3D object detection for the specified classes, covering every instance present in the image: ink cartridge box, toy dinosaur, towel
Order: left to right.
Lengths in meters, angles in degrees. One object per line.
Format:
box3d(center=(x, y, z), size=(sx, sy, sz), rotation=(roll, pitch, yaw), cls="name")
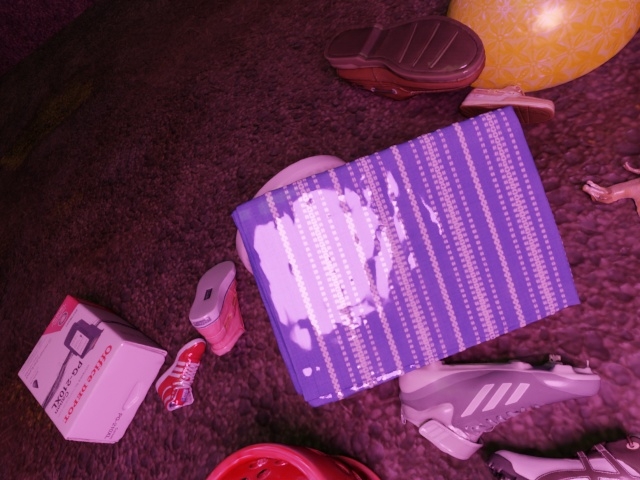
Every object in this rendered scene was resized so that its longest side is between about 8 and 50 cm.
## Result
box3d(center=(-0.419, 0.226, 0.772), size=(0.237, 0.100, 0.172), rotation=(18, 75, 37), cls="ink cartridge box")
box3d(center=(0.094, 0.019, 0.474), size=(0.336, 0.040, 0.243), rotation=(-20, 93, -1), cls="towel")
box3d(center=(0.404, -0.057, 0.470), size=(0.183, 0.053, 0.092), rotation=(22, 93, 45), cls="toy dinosaur")

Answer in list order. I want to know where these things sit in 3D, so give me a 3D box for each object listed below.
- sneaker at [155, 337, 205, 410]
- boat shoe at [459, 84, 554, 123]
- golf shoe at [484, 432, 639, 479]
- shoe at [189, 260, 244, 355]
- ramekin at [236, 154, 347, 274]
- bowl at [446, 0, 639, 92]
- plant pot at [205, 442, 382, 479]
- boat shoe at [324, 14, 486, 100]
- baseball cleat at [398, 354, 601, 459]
box3d(center=(-0.219, 0.222, 0.689), size=(0.118, 0.042, 0.067), rotation=(-52, 46, 6), cls="sneaker")
box3d(center=(0.274, -0.204, 0.620), size=(0.135, 0.050, 0.045), rotation=(20, 81, 37), cls="boat shoe")
box3d(center=(0.260, 0.218, 0.388), size=(0.198, 0.077, 0.094), rotation=(8, 57, 28), cls="golf shoe")
box3d(center=(-0.165, 0.109, 0.709), size=(0.063, 0.081, 0.178), rotation=(-19, 26, 8), cls="shoe")
box3d(center=(0.000, 0.000, 0.581), size=(0.207, 0.207, 0.109), rotation=(-44, 59, 3), cls="ramekin")
box3d(center=(0.315, -0.383, 0.627), size=(0.289, 0.156, 0.289), rotation=(-14, 58, 25), cls="bowl")
box3d(center=(-0.017, 0.314, 0.429), size=(0.191, 0.174, 0.191), rotation=(-14, 57, 24), cls="plant pot")
box3d(center=(0.145, -0.298, 0.714), size=(0.307, 0.104, 0.111), rotation=(33, 86, 42), cls="boat shoe")
box3d(center=(0.187, 0.180, 0.459), size=(0.206, 0.072, 0.109), rotation=(-9, 74, 33), cls="baseball cleat")
